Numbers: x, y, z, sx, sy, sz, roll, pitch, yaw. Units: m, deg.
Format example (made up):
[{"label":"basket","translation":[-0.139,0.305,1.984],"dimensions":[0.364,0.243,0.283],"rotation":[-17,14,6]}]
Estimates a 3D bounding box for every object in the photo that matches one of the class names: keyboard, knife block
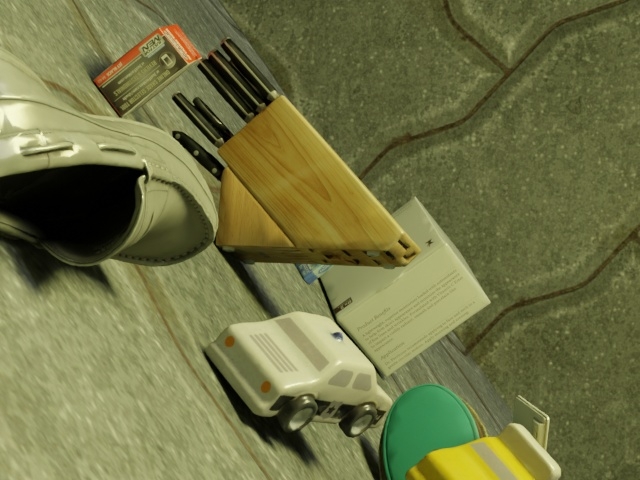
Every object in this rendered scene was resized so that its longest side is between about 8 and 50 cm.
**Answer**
[{"label":"keyboard","translation":[0.195,0.284,1.537],"dimensions":[0.072,0.014,0.256],"rotation":[-134,-133,-73]},{"label":"knife block","translation":[-0.027,-0.097,1.690],"dimensions":[0.088,0.276,0.242],"rotation":[37,57,-69]}]

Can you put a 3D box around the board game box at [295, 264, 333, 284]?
[{"label":"board game box","translation":[0.000,0.000,2.090],"dimensions":[0.020,0.090,0.090],"rotation":[47,8,-46]}]

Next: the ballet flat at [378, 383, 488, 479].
[{"label":"ballet flat","translation":[0.136,0.274,1.538],"dimensions":[0.123,0.123,0.348],"rotation":[51,8,-27]}]

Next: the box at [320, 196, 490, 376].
[{"label":"box","translation":[0.110,0.061,2.153],"dimensions":[0.119,0.181,0.182],"rotation":[52,6,-24]}]

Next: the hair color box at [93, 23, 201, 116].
[{"label":"hair color box","translation":[-0.186,-0.188,1.714],"dimensions":[0.053,0.093,0.167],"rotation":[52,6,-8]}]

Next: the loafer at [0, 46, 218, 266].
[{"label":"loafer","translation":[-0.156,-0.028,1.018],"dimensions":[0.319,0.112,0.111],"rotation":[26,32,-61]}]

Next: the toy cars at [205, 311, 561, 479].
[{"label":"toy cars","translation":[0.081,0.156,1.352],"dimensions":[0.394,0.087,0.176],"rotation":[34,16,-17]}]
